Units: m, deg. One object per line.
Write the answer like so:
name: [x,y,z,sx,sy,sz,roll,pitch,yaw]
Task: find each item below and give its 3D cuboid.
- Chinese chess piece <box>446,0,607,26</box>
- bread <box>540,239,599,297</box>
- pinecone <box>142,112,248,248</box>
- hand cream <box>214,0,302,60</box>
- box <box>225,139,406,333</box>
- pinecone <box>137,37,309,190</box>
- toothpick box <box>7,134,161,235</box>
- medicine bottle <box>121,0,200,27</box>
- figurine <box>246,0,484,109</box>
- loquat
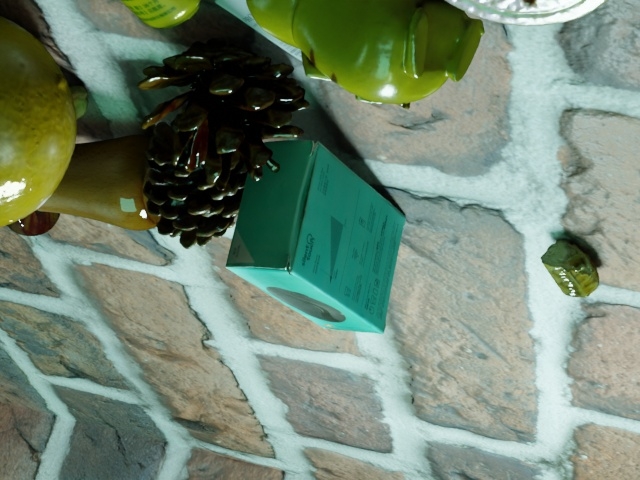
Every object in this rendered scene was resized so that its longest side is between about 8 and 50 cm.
Chinese chess piece: [0.205,-0.342,1.393,0.270,0.112,0.270,16,153,9]
bread: [0.387,0.048,2.070,0.066,0.060,0.110,-28,135,15]
pinecone: [-0.180,-0.105,2.030,0.169,0.185,0.212,-4,130,-14]
hand cream: [-0.021,-0.262,1.762,0.255,0.048,0.079,30,153,-18]
box: [0.000,0.000,2.019,0.118,0.205,0.311,0,160,30]
pinecone: [-0.130,-0.172,1.844,0.229,0.202,0.201,-4,109,14]
toothpick box: [-0.390,-0.097,2.183,0.294,0.192,0.192,4,150,17]
medicine bottle: [-0.273,-0.380,1.678,0.111,0.076,0.309,-7,143,40]
figurine: [0.026,-0.265,1.566,0.327,0.169,0.218,40,-159,30]
loquat: [-0.494,-0.177,1.984,0.359,0.328,0.328,-16,178,-38]
